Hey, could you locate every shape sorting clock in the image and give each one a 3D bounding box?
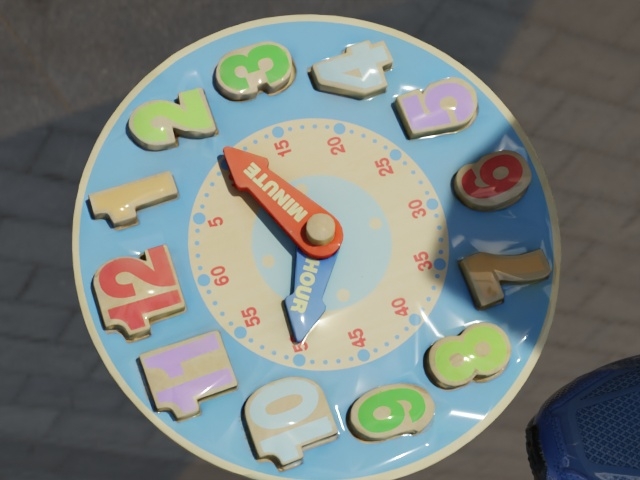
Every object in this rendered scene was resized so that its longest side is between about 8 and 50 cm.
[{"bbox_3d":[0.000,0.000,0.576,0.206,0.206,0.040,-9,166,-4],"label":"shape sorting clock"}]

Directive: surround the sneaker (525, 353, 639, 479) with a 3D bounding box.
[{"bbox_3d":[0.268,0.077,0.715,0.330,0.129,0.147,-9,147,-4],"label":"sneaker"}]
